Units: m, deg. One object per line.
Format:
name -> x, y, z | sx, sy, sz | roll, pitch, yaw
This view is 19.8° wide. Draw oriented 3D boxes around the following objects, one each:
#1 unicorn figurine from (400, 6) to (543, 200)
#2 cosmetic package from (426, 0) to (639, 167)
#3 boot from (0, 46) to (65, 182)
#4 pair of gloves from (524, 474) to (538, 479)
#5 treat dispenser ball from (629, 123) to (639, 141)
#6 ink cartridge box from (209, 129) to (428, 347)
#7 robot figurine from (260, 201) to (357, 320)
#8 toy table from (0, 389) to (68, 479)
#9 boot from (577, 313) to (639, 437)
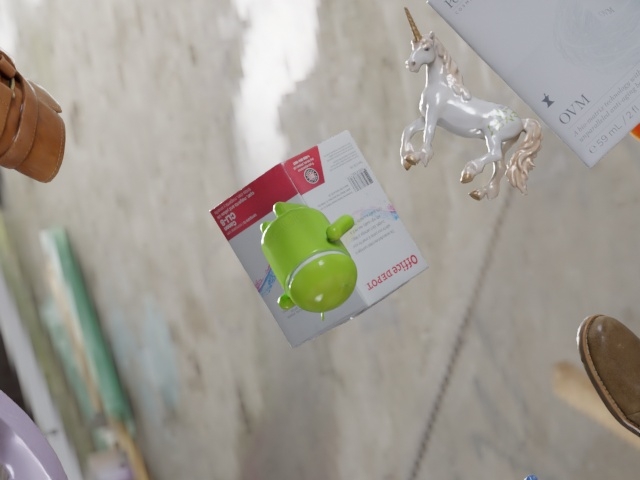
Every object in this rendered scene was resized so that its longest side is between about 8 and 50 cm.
unicorn figurine -> 0.113, -0.105, 1.546 | 0.111, 0.162, 0.060 | -64, 4, -12
cosmetic package -> 0.260, -0.228, 1.741 | 0.225, 0.224, 0.138 | 46, -168, 2
boot -> -0.310, -0.103, 1.518 | 0.220, 0.109, 0.283 | 43, -162, -33
pair of gloves -> 0.204, 0.293, 1.521 | 0.198, 0.023, 0.159 | 33, 118, 14
treat dispenser ball -> 0.433, -0.218, 1.975 | 0.288, 0.288, 0.288 | 167, 90, -69
ink cartridge box -> 0.000, 0.000, 1.945 | 0.127, 0.128, 0.176 | -32, 88, 39
robot figurine -> -0.010, 0.017, 1.646 | 0.101, 0.067, 0.115 | -55, 47, 27
toy table -> -0.299, 0.227, 1.420 | 0.274, 0.252, 0.161 | 50, -155, -28
boot -> 0.431, 0.197, 2.194 | 0.305, 0.112, 0.115 | 49, 140, -6
